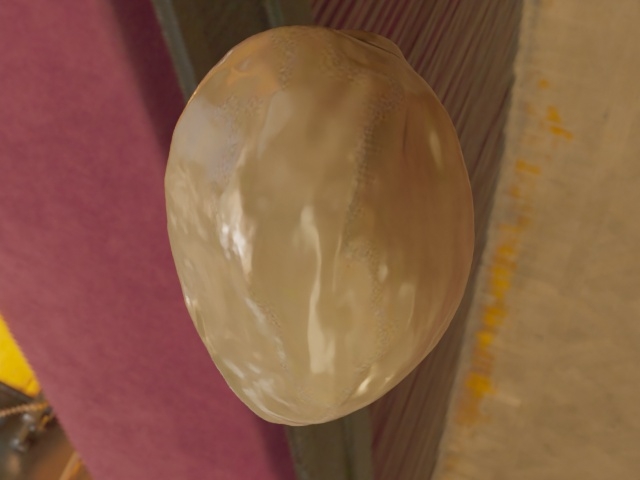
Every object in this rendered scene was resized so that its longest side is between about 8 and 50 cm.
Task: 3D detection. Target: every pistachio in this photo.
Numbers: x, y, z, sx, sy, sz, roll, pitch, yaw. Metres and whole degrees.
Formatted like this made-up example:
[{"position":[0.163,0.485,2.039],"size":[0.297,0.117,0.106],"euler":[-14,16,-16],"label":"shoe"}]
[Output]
[{"position":[0.000,0.000,0.861],"size":[0.226,0.207,0.331],"euler":[-2,120,3],"label":"pistachio"}]
